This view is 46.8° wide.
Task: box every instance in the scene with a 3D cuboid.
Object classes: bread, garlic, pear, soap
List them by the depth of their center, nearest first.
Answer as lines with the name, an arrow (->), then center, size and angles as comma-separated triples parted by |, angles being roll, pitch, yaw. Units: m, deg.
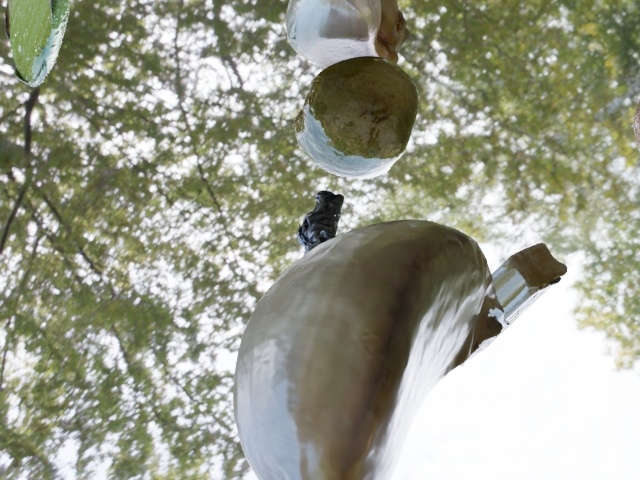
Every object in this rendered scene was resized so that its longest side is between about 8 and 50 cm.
garlic -> 0.054, 0.074, 0.603 | 0.338, 0.151, 0.196 | -41, -63, -48
bread -> -0.363, -0.349, 0.957 | 0.045, 0.301, 0.301 | 0, -114, -32
soap -> 0.274, 0.111, 1.176 | 0.140, 0.232, 0.073 | -16, -120, -47
pear -> 0.060, -0.231, 1.367 | 0.212, 0.188, 0.228 | 10, -81, -21
garlic -> 0.061, -0.454, 1.413 | 0.286, 0.313, 0.249 | -49, -124, -3

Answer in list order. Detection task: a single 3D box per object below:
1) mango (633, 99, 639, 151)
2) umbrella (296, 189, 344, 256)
mango -> 0.481, -0.167, 0.934 | 0.289, 0.146, 0.129 | -40, -66, -53
umbrella -> -0.002, 0.001, 1.208 | 0.072, 0.080, 0.224 | 14, -147, -8
